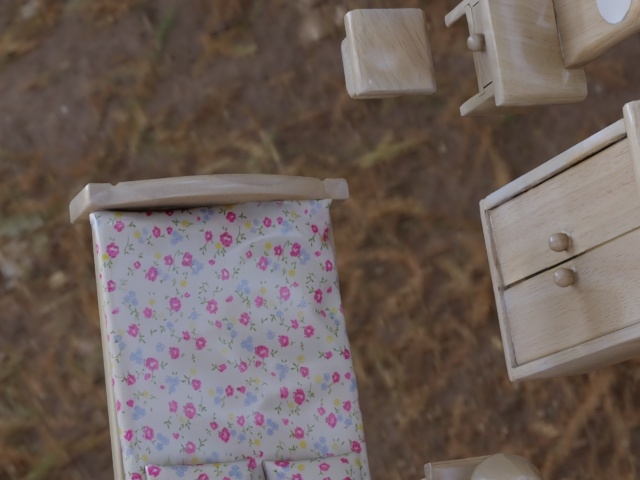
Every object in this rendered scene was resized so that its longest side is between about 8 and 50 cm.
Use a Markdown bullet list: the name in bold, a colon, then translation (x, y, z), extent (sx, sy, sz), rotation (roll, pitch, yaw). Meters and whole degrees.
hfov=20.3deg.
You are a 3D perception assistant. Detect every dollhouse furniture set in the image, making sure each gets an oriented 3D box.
- **dollhouse furniture set**: translation (0.000, 0.000, 0.851), extent (0.355, 0.174, 0.303), rotation (-3, 78, -22)
